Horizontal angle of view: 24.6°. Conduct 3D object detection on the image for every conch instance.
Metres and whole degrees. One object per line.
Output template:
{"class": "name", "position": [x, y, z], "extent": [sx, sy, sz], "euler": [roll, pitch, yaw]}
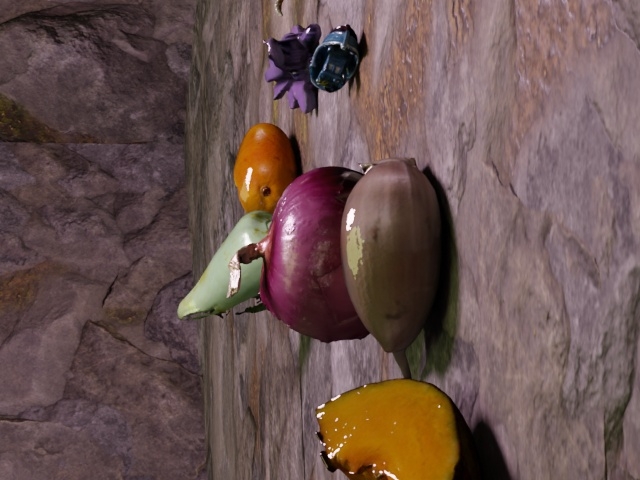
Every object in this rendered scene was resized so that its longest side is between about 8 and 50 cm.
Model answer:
{"class": "conch", "position": [-0.099, 0.055, 2.283], "extent": [0.137, 0.143, 0.251], "euler": [44, 130, 11]}

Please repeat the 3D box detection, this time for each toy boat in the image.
{"class": "toy boat", "position": [0.019, -0.233, 1.938], "extent": [0.137, 0.060, 0.061], "euler": [125, 164, -63]}

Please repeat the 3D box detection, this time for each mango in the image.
{"class": "mango", "position": [-0.086, -0.116, 2.437], "extent": [0.217, 0.102, 0.141], "euler": [-99, -11, -53]}

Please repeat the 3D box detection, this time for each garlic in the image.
{"class": "garlic", "position": [0.078, 0.043, 1.529], "extent": [0.128, 0.148, 0.267], "euler": [4, 90, 44]}

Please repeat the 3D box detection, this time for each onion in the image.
{"class": "onion", "position": [0.013, 0.004, 1.686], "extent": [0.207, 0.200, 0.201], "euler": [-20, -67, -67]}

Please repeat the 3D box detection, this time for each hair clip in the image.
{"class": "hair clip", "position": [-0.037, -0.261, 2.220], "extent": [0.278, 0.090, 0.137], "euler": [145, 112, -87]}

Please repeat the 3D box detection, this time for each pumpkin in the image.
{"class": "pumpkin", "position": [0.105, 0.249, 1.365], "extent": [0.169, 0.148, 0.312], "euler": [51, -169, -23]}

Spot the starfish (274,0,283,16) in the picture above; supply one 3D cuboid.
{"class": "starfish", "position": [-0.029, -0.439, 2.213], "extent": [0.176, 0.053, 0.208], "euler": [-150, 83, -86]}
